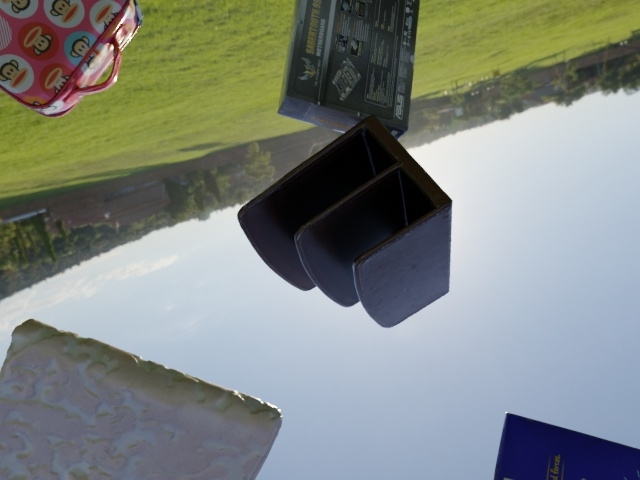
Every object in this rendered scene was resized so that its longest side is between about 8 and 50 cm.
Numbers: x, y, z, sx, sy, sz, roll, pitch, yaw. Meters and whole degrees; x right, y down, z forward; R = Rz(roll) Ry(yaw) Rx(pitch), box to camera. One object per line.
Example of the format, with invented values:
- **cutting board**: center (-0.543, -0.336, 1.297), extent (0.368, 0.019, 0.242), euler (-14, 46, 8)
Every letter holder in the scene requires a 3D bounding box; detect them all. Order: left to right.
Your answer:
- **letter holder**: center (0.046, 0.025, 0.604), extent (0.214, 0.152, 0.302), euler (-34, 152, -1)

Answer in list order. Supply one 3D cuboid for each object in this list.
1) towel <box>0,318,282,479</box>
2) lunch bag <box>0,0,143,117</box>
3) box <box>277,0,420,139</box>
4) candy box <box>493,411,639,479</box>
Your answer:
- **towel**: center (-0.259, 0.294, 0.554), extent (0.331, 0.317, 0.053), euler (24, -173, -11)
- **lunch bag**: center (-0.474, -0.378, 0.788), extent (0.293, 0.258, 0.120), euler (-52, -169, -4)
- **box**: center (0.045, -0.274, 0.641), extent (0.182, 0.231, 0.056), euler (10, 168, -15)
- **candy box**: center (0.367, 0.387, 0.523), extent (0.316, 0.122, 0.268), euler (8, -113, 28)
